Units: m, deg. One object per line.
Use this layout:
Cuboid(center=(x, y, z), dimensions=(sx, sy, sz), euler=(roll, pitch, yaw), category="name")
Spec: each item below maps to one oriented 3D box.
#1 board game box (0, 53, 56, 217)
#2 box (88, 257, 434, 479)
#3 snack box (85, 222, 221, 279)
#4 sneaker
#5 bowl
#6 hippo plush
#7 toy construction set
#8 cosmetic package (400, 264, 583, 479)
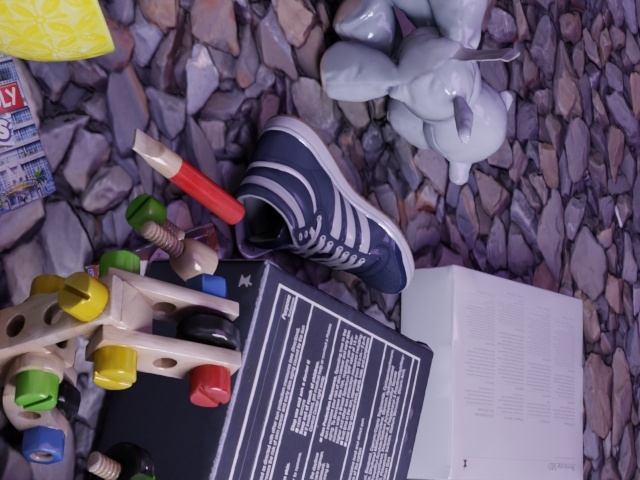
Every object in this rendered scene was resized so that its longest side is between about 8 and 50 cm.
Cuboid(center=(-0.330, -0.108, 1.021), dimensions=(0.194, 0.060, 0.194), euler=(-30, 109, -49), category="board game box")
Cuboid(center=(-0.059, 0.202, 1.204), dimensions=(0.294, 0.182, 0.296), euler=(32, 66, -45), category="box")
Cuboid(center=(-0.171, 0.034, 1.228), dimensions=(0.178, 0.022, 0.064), euler=(-23, 105, -50), category="snack box")
Cuboid(center=(0.000, 0.000, 1.383), dimensions=(0.282, 0.099, 0.153), euler=(50, 44, -25), category="sneaker")
Cuboid(center=(-0.299, -0.270, 0.983), dimensions=(0.156, 0.289, 0.289), euler=(-23, 107, -6), category="bowl")
Cuboid(center=(0.173, -0.219, 1.512), dimensions=(0.234, 0.294, 0.236), euler=(-60, 142, -6), category="hippo plush")
Cuboid(center=(-0.210, 0.044, 0.983), dimensions=(0.237, 0.257, 0.309), euler=(40, 64, -40), category="toy construction set")
Cuboid(center=(0.255, 0.204, 1.676), dimensions=(0.377, 0.097, 0.284), euler=(15, 71, -49), category="cosmetic package")
